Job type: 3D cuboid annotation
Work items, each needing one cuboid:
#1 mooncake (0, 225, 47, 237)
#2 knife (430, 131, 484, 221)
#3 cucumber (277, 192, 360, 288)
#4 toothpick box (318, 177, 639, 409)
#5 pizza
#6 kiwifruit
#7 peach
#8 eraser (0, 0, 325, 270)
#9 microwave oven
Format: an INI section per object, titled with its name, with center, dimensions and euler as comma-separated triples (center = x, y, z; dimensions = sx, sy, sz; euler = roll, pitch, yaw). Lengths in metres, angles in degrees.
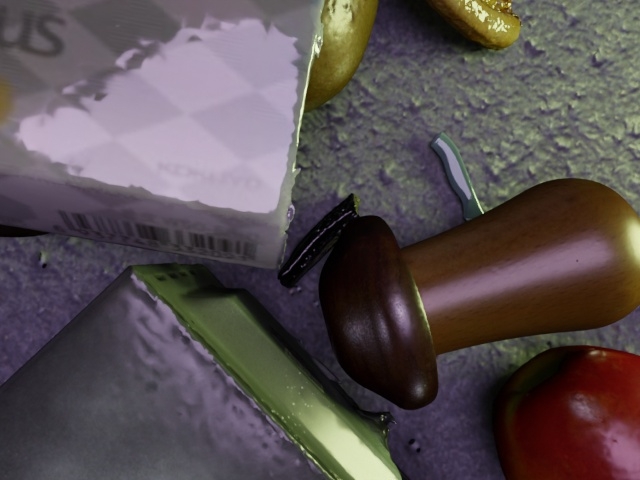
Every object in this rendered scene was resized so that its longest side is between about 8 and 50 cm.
[mooncake]
center = -0.301, -0.166, 0.455
dimensions = 0.334, 0.174, 0.325
euler = 3, 94, -4
[knife]
center = 0.183, -0.031, 0.551
dimensions = 0.028, 0.015, 0.210
euler = -25, 91, -7
[cucumber]
center = -0.001, -0.001, 0.536
dimensions = 0.135, 0.033, 0.034
euler = -41, 53, -2
[toothpick box]
center = 0.146, 0.043, 0.459
dimensions = 0.294, 0.192, 0.192
euler = -17, 89, -2
[pizza]
center = 0.134, -0.297, 0.490
dimensions = 0.246, 0.058, 0.127
euler = 46, 45, -18
[kiwifruit]
center = -0.037, -0.240, 0.462
dimensions = 0.196, 0.196, 0.233
euler = 7, 86, -2
[peach]
center = 0.293, 0.220, 0.465
dimensions = 0.196, 0.190, 0.226
euler = -39, 85, -17
[eraser]
center = -0.208, -0.108, 0.340
dimensions = 0.397, 0.082, 0.213
euler = 9, 91, -7
[microwave oven]
center = -0.091, 0.270, 0.424
dimensions = 0.374, 0.236, 0.432
euler = -43, 91, -2
